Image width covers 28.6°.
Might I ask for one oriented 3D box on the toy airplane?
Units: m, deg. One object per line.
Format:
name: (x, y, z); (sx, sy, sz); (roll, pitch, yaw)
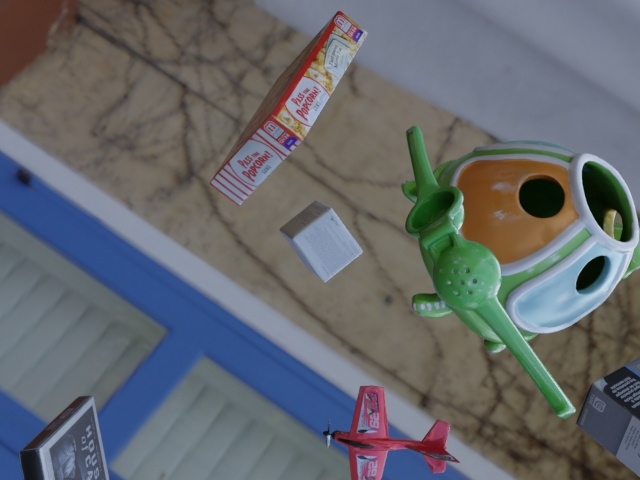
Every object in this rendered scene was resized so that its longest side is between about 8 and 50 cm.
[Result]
toy airplane: (0.076, 0.215, 1.342); (0.151, 0.151, 0.028); (-59, -179, 28)

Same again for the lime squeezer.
lime squeezer: (0.122, 0.003, 1.056); (0.110, 0.310, 0.059); (8, 137, -45)

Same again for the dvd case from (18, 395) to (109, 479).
dvd case: (-0.293, 0.298, 1.485); (0.239, 0.029, 0.179); (-57, 138, -81)

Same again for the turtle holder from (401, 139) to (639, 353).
turtle holder: (0.269, 0.011, 1.515); (0.227, 0.320, 0.243); (-25, -144, 35)

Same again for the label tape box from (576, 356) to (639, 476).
label tape box: (0.613, 0.317, 1.984); (0.240, 0.333, 0.106); (-20, 136, -37)

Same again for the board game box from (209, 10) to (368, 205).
board game box: (-0.034, -0.145, 1.375); (0.147, 0.045, 0.193); (-42, -165, 47)

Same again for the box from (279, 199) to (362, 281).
box: (0.000, 0.000, 2.137); (0.087, 0.102, 0.101); (-38, -163, -6)
